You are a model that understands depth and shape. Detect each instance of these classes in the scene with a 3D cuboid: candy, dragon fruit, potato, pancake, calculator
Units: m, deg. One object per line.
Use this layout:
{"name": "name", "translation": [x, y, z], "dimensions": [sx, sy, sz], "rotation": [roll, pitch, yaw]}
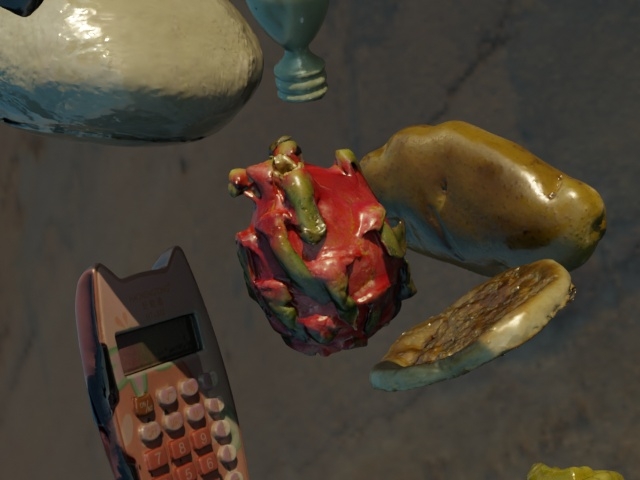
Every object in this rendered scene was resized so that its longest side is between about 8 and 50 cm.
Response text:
{"name": "candy", "translation": [-0.194, -0.185, 1.482], "dimensions": [0.295, 0.295, 0.185], "rotation": [-153, 66, -66]}
{"name": "dragon fruit", "translation": [0.000, 0.000, 1.372], "dimensions": [0.166, 0.160, 0.172], "rotation": [-69, -29, -54]}
{"name": "potato", "translation": [0.212, -0.050, 2.059], "dimensions": [0.369, 0.176, 0.195], "rotation": [17, 101, 41]}
{"name": "pancake", "translation": [0.177, 0.105, 1.871], "dimensions": [0.049, 0.282, 0.282], "rotation": [58, 162, -8]}
{"name": "calculator", "translation": [-0.151, 0.176, 1.568], "dimensions": [0.048, 0.220, 0.329], "rotation": [-17, 88, 25]}

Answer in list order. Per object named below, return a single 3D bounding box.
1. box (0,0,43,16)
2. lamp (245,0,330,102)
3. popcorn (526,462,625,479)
{"name": "box", "translation": [-0.189, -0.334, 0.815], "dimensions": [0.345, 0.251, 0.204], "rotation": [-51, 17, 54]}
{"name": "lamp", "translation": [-0.031, -0.254, 1.831], "dimensions": [0.106, 0.106, 0.193], "rotation": [-136, 32, -59]}
{"name": "popcorn", "translation": [0.233, 0.287, 1.288], "dimensions": [0.217, 0.181, 0.235], "rotation": [-30, 43, 45]}
